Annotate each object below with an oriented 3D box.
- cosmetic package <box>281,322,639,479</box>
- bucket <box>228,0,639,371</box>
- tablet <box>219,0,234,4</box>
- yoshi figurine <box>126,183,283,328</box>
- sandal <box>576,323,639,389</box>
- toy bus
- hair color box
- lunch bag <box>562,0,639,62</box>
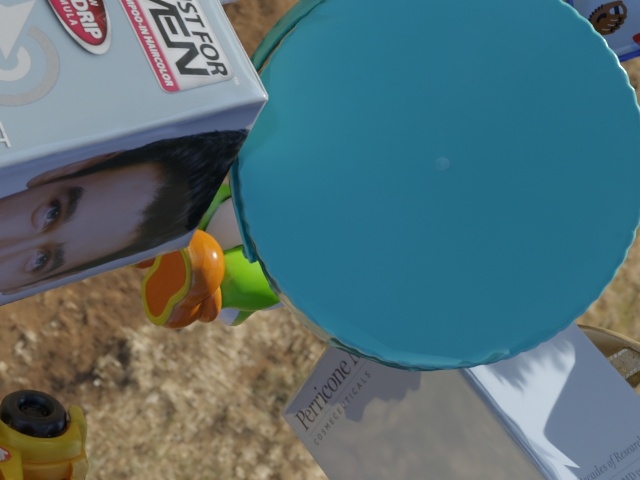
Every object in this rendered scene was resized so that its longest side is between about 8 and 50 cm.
[{"bbox_3d":[0.190,0.238,1.080,0.161,0.453,0.230,-20,152,-42],"label":"cosmetic package"},{"bbox_3d":[0.074,-0.043,0.809,0.281,0.281,0.183,-58,176,0],"label":"bucket"},{"bbox_3d":[-0.117,-0.268,1.318,0.083,0.006,0.054,-13,137,5],"label":"tablet"},{"bbox_3d":[0.006,-0.026,1.164,0.362,0.203,0.203,-3,89,-34],"label":"yoshi figurine"},{"bbox_3d":[0.411,0.179,1.676,0.079,0.240,0.088,-66,154,-25],"label":"sandal"},{"bbox_3d":[-0.300,0.248,1.136,0.220,0.211,0.149,3,115,-35],"label":"toy bus"},{"bbox_3d":[-0.234,-0.030,0.663,0.375,0.113,0.185,-19,162,-28],"label":"hair color box"},{"bbox_3d":[0.311,-0.318,1.132,0.243,0.115,0.303,-15,133,1],"label":"lunch bag"}]
